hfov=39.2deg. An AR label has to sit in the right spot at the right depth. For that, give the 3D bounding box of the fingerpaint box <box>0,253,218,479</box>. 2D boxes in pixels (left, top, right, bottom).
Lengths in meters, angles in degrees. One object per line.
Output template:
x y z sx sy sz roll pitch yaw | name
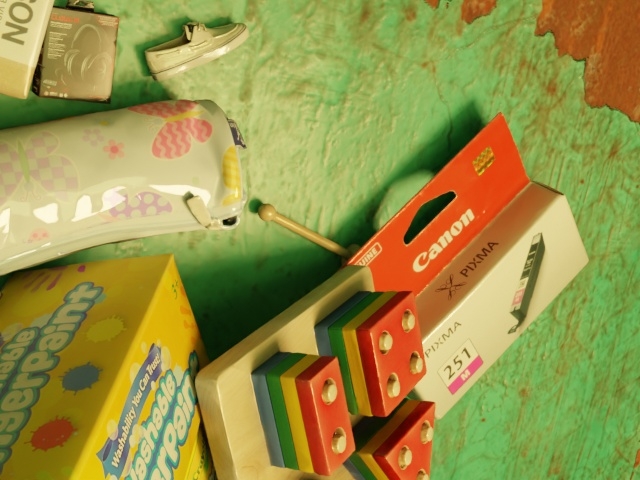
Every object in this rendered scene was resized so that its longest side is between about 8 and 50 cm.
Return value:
-0.176 0.288 0.664 0.163 0.445 0.371 -7 121 12 | fingerpaint box

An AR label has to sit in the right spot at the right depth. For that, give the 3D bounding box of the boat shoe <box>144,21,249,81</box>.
-0.112 -0.180 0.810 0.100 0.035 0.035 -27 121 -12 | boat shoe

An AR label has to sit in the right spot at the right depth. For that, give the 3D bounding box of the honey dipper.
0.000 0.000 0.934 0.160 0.030 0.030 28 91 -35 | honey dipper

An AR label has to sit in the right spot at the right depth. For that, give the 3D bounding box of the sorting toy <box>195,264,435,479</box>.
0.024 0.186 0.830 0.257 0.089 0.255 -33 117 -52 | sorting toy

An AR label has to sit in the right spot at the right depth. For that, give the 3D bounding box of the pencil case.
-0.200 -0.041 0.754 0.273 0.113 0.124 -13 76 -25 | pencil case

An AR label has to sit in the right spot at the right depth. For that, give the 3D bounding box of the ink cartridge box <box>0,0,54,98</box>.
-0.284 -0.244 0.657 0.193 0.088 0.235 13 98 -31 | ink cartridge box

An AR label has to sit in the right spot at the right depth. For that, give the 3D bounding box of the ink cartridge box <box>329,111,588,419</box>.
0.167 0.034 1.005 0.275 0.060 0.239 -44 134 -10 | ink cartridge box

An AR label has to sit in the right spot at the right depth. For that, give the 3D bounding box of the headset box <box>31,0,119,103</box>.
-0.207 -0.162 0.761 0.062 0.032 0.083 2 107 -30 | headset box
